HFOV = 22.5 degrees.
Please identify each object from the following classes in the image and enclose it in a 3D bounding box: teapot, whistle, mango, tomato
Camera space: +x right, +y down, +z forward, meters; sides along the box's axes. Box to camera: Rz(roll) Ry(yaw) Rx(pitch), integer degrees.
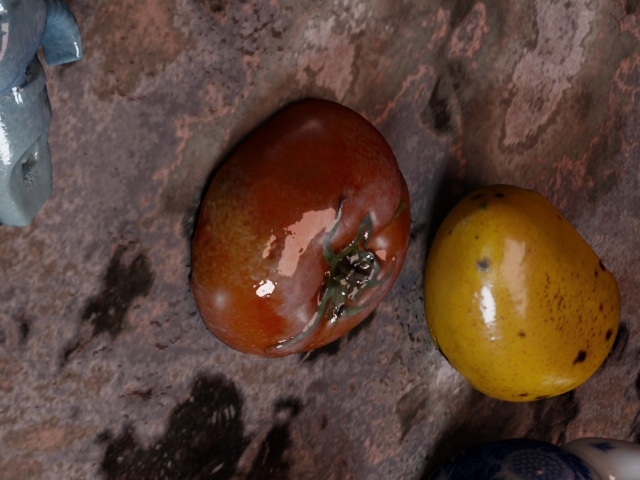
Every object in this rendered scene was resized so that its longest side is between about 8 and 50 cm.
[{"bbox_3d":[0.236,0.354,1.739,0.424,0.280,0.252,-48,141,-21],"label":"teapot"},{"bbox_3d":[-0.214,-0.120,1.021,0.180,0.093,0.269,-68,156,-43],"label":"whistle"},{"bbox_3d":[0.193,0.055,1.612,0.191,0.160,0.290,-47,139,-9],"label":"mango"},{"bbox_3d":[0.000,0.000,1.373,0.237,0.095,0.236,-31,134,-39],"label":"tomato"}]
